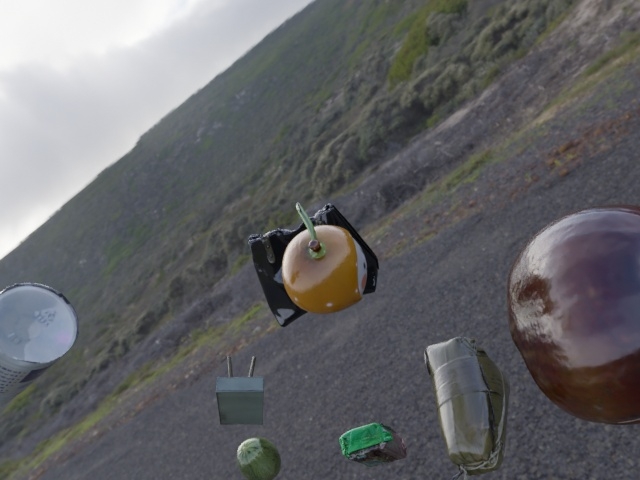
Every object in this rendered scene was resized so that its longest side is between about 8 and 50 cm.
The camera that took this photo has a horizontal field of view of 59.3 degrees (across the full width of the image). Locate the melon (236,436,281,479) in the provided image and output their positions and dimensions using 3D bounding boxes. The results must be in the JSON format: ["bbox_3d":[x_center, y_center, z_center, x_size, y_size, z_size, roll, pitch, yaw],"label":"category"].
[{"bbox_3d":[-0.201,0.728,1.860,0.139,0.192,0.139,-18,42,17],"label":"melon"}]

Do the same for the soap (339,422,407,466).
[{"bbox_3d":[0.193,0.752,2.044,0.218,0.273,0.098,-24,54,14],"label":"soap"}]

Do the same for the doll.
[{"bbox_3d":[0.000,0.051,1.279,0.213,0.213,0.236,-43,-33,-11],"label":"doll"}]

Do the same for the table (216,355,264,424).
[{"bbox_3d":[-0.215,0.408,1.532,0.240,0.122,0.111,99,170,-52],"label":"table"}]

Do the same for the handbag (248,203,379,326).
[{"bbox_3d":[-0.026,0.062,1.553,0.343,0.287,0.152,-23,28,8],"label":"handbag"}]

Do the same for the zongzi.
[{"bbox_3d":[0.556,0.595,1.795,0.218,0.467,0.499,-37,37,33],"label":"zongzi"}]

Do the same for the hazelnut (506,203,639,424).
[{"bbox_3d":[0.595,0.143,1.139,0.403,0.428,0.402,-12,-20,-5],"label":"hazelnut"}]

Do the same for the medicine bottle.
[{"bbox_3d":[-0.714,0.249,1.283,0.332,0.190,0.190,-35,12,34],"label":"medicine bottle"}]
